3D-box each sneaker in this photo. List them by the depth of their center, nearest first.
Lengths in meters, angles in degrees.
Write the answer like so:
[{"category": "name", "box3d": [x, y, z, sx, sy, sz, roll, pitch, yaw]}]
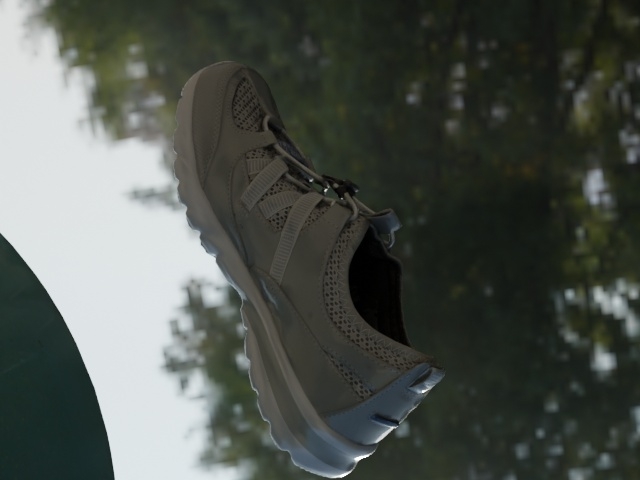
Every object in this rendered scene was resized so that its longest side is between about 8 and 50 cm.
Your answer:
[{"category": "sneaker", "box3d": [0.000, 0.000, 1.206, 0.115, 0.281, 0.105, -34, 153, 22]}]

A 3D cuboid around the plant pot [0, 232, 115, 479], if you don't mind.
[{"category": "plant pot", "box3d": [-0.265, 0.123, 0.781, 0.293, 0.293, 0.235, 1, -168, 28]}]
